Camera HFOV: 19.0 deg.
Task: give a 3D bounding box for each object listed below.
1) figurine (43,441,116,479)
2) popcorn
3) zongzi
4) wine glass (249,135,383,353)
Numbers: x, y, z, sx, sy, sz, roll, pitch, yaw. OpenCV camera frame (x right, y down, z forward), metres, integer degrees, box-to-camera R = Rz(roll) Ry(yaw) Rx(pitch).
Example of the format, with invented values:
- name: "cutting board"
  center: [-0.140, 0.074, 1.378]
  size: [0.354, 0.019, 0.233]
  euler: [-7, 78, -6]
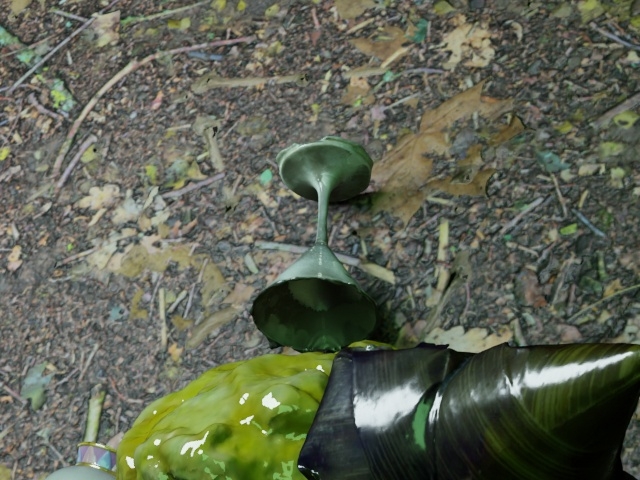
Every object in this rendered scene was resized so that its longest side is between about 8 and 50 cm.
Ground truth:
- name: "figurine"
  center: [-0.277, 0.361, 2.117]
  size: [0.189, 0.142, 0.263]
  euler: [6, 59, 32]
- name: "popcorn"
  center: [-0.052, 0.231, 2.016]
  size: [0.334, 0.293, 0.292]
  euler: [-3, 57, 6]
- name: "zongzi"
  center: [0.248, 0.233, 1.729]
  size: [0.432, 0.403, 0.208]
  euler: [-18, 41, 47]
- name: "wine glass"
  center: [0.000, 0.000, 2.236]
  size: [0.156, 0.156, 0.232]
  euler: [-12, 49, 19]
